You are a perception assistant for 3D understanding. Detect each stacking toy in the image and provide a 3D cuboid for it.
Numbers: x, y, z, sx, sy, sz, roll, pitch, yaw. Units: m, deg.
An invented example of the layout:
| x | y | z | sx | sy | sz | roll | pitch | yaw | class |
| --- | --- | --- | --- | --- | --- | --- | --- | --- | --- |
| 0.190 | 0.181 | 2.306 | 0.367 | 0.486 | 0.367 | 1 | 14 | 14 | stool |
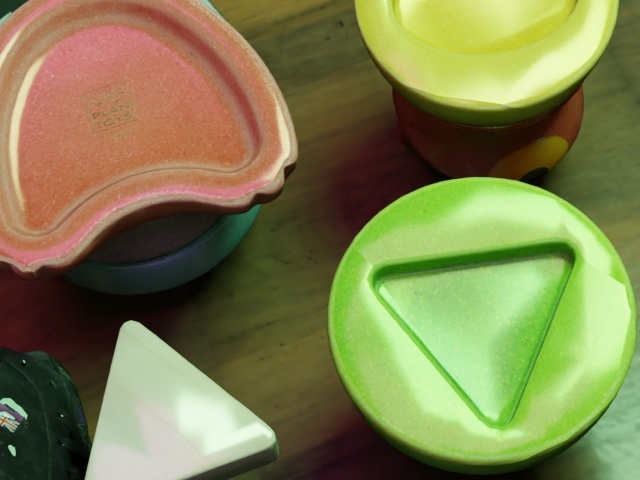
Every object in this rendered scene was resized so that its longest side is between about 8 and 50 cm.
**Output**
| x | y | z | sx | sy | sz | roll | pitch | yaw | class |
| --- | --- | --- | --- | --- | --- | --- | --- | --- | --- |
| 0.000 | 0.000 | 0.896 | 0.309 | 0.130 | 0.279 | -10 | 66 | -1 | stacking toy |

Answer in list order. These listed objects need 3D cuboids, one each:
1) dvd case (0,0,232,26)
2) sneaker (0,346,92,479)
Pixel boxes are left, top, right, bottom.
| x | y | z | sx | sy | sz | roll | pitch | yaw | class |
| --- | --- | --- | --- | --- | --- | --- | --- | --- | --- |
| -0.184 | -0.094 | 1.023 | 0.238 | 0.029 | 0.179 | -32 | 59 | -14 | dvd case |
| -0.135 | 0.108 | 0.848 | 0.283 | 0.107 | 0.124 | 34 | 61 | 24 | sneaker |
